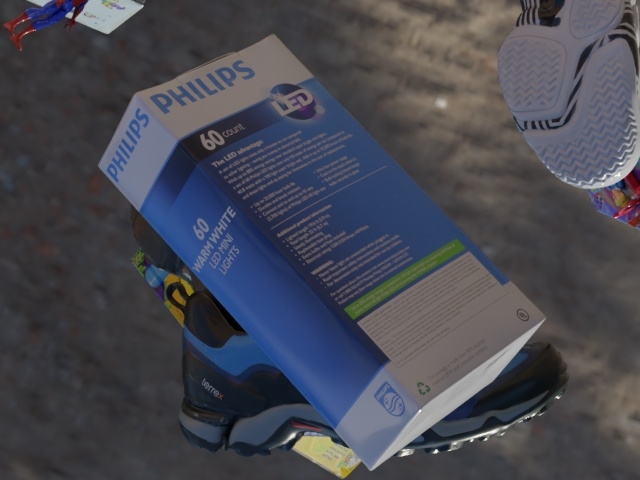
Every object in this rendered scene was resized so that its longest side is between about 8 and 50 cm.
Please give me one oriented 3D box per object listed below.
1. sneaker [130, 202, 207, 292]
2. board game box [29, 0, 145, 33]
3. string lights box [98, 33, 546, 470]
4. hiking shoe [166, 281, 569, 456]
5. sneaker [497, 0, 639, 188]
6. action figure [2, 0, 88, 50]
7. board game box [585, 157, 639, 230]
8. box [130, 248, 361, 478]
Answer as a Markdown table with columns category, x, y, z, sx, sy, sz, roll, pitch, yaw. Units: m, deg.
| category | x | y | z | sx | sy | sz | roll | pitch | yaw |
| --- | --- | --- | --- | --- | --- | --- | --- | --- | --- |
| sneaker | -0.091 | 0.009 | 1.463 | 0.077 | 0.178 | 0.072 | 1 | 136 | -52 |
| board game box | -0.354 | -0.419 | 2.139 | 0.303 | 0.224 | 0.097 | 21 | 150 | -31 |
| string lights box | 0.000 | 0.000 | 1.080 | 0.260 | 0.133 | 0.077 | 47 | 136 | 14 |
| hiking shoe | 0.033 | 0.088 | 1.315 | 0.304 | 0.132 | 0.113 | -5 | -169 | 8 |
| sneaker | 0.262 | -0.215 | 1.623 | 0.137 | 0.366 | 0.210 | -24 | 159 | 36 |
| action figure | -0.248 | -0.225 | 1.675 | 0.030 | 0.115 | 0.038 | 46 | 167 | 34 |
| board game box | 0.365 | -0.070 | 2.132 | 0.168 | 0.033 | 0.133 | 28 | 136 | 46 |
| box | 0.004 | 0.040 | 1.855 | 0.290 | 0.279 | 0.177 | 47 | -176 | 37 |
